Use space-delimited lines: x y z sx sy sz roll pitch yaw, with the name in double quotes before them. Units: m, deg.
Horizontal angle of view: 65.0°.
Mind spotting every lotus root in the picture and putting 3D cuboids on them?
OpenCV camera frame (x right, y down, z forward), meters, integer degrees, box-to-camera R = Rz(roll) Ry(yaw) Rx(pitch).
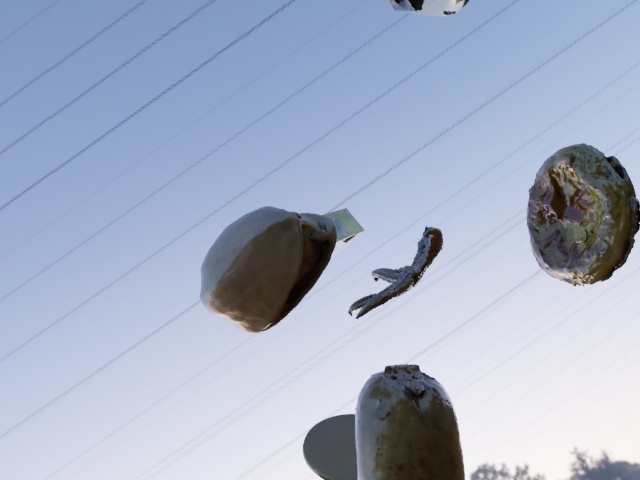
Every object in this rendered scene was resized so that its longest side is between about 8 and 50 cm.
"lotus root" 0.132 0.331 0.747 0.160 0.284 0.146 -2 -5 3

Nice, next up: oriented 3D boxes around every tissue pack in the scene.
"tissue pack" 0.000 0.000 0.906 0.095 0.062 0.176 -42 -10 26

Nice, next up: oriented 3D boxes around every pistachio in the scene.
"pistachio" -0.076 0.036 0.712 0.157 0.157 0.229 15 -43 -40

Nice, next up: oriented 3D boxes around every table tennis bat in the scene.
"table tennis bat" 0.089 0.417 0.935 0.198 0.321 0.050 -7 -74 -25

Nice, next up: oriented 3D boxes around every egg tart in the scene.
"egg tart" 0.439 -0.042 0.838 0.106 0.241 0.241 -2 -47 -12

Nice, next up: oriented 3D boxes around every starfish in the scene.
"starfish" 0.211 0.072 1.259 0.375 0.094 0.327 -41 -5 -48

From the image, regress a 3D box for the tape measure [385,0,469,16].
"tape measure" 0.145 -0.465 0.813 0.246 0.243 0.125 30 -84 -34
